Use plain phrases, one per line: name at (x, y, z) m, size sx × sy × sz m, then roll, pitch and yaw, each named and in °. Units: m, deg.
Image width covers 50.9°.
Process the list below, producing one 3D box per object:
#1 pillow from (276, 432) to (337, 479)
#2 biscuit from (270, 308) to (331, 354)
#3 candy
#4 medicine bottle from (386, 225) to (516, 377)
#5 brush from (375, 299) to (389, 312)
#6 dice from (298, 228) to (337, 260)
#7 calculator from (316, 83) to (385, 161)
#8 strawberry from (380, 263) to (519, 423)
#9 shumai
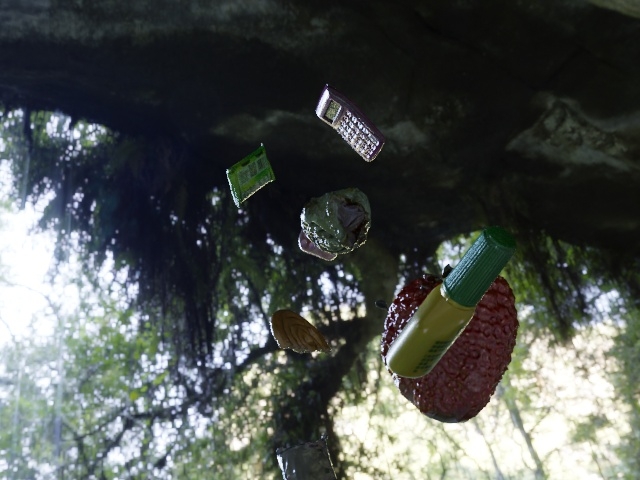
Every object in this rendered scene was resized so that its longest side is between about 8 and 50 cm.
pillow at (-0.025, 0.616, 1.752) m, size 0.169 × 0.255 × 0.059 m, roll -22°, pitch -65°, yaw -2°
biscuit at (-0.057, 0.234, 1.735) m, size 0.033 × 0.145 × 0.224 m, roll -43°, pitch -32°, yaw 15°
candy at (-0.167, -0.160, 1.630) m, size 0.032 × 0.178 × 0.102 m, roll 3°, pitch -61°, yaw 27°
medicine bottle at (0.173, 0.087, 0.891) m, size 0.094 × 0.064 × 0.261 m, roll -12°, pitch -37°, yaw -40°
brush at (0.165, 0.171, 1.705) m, size 0.024 × 0.008 × 0.083 m, roll -36°, pitch -47°, yaw 18°
dice at (0.000, 0.000, 1.910) m, size 0.094 × 0.093 × 0.091 m, roll 16°, pitch -5°, yaw 42°
calculator at (0.069, -0.271, 1.555) m, size 0.034 × 0.190 × 0.126 m, roll -45°, pitch -2°, yaw -21°
strawberry at (0.287, 0.239, 1.488) m, size 0.311 × 0.352 × 0.267 m, roll -16°, pitch -43°, yaw 30°
shumai at (0.033, -0.054, 1.626) m, size 0.184 × 0.184 × 0.142 m, roll -14°, pitch -16°, yaw 5°
